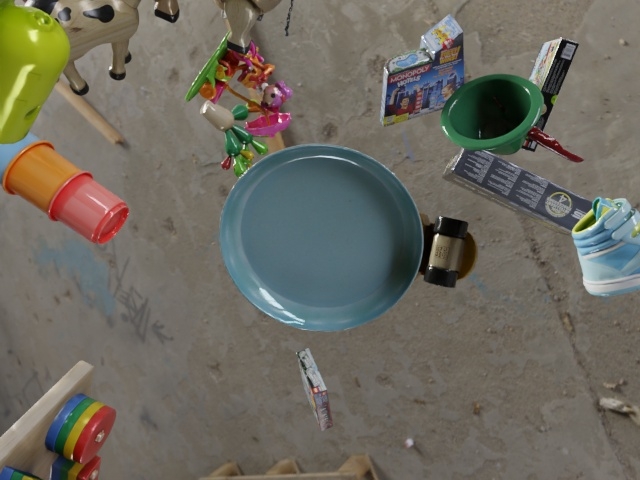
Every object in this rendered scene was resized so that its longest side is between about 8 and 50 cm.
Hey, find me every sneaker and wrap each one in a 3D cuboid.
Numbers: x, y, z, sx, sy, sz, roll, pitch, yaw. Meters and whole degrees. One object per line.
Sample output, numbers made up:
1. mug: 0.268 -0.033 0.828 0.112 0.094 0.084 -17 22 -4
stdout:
1. sneaker: 0.692 -0.021 1.036 0.318 0.127 0.208 -23 98 25

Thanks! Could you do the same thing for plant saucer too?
1. plant saucer: 0.000 0.000 0.785 0.317 0.044 0.318 2 114 3

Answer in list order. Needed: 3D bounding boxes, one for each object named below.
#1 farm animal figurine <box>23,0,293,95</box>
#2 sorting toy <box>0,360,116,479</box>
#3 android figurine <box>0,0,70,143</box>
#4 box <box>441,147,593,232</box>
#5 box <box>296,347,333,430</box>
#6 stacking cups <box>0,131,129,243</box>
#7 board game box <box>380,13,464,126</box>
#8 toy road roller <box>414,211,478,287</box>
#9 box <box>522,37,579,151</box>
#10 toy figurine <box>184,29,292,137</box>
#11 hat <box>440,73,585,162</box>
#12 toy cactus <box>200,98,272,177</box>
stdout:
1. farm animal figurine: -0.179 -0.330 0.569 0.172 0.326 0.331 127 145 -62
2. sorting toy: -0.412 0.363 0.741 0.089 0.257 0.256 23 119 3
3. android figurine: -0.257 -0.165 0.263 0.248 0.056 0.272 40 128 -18
4. box: 0.536 -0.131 1.345 0.394 0.318 0.097 27 97 6
5. box: -0.010 0.278 0.922 0.094 0.027 0.137 -121 17 -45
6. stacking cups: -0.383 -0.109 0.615 0.316 0.096 0.096 35 124 -5
7. board game box: 0.209 -0.339 0.994 0.194 0.194 0.060 85 165 -59
8. toy road roller: 0.312 0.025 1.523 0.329 0.240 0.203 12 91 28
9. box: 0.434 -0.285 0.987 0.036 0.114 0.207 16 107 1
10. toy figurine: -0.110 -0.249 0.818 0.159 0.130 0.173 36 126 -17
11. hat: 0.351 -0.189 0.950 0.173 0.183 0.208 -47 49 -1
12. toy cactus: -0.194 -0.250 1.121 0.112 0.180 0.219 -6 62 44
